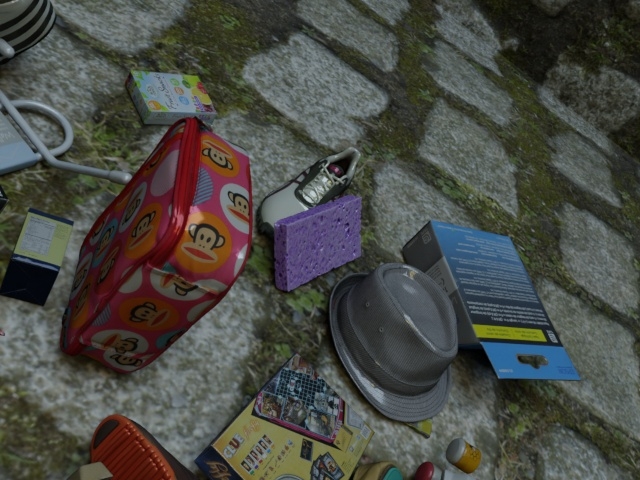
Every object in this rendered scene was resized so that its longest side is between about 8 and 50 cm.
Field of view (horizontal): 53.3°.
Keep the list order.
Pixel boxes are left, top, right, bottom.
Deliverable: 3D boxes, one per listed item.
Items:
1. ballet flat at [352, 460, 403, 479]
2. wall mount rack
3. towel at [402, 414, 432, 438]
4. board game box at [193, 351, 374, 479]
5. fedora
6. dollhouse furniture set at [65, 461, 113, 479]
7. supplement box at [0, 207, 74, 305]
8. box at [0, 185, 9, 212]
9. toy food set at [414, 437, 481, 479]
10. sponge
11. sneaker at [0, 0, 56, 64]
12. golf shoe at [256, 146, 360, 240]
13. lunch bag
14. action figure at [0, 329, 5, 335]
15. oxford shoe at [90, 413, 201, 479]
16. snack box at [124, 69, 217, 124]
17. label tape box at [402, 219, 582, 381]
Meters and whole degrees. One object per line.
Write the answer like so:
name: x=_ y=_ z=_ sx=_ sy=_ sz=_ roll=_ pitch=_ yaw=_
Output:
ballet flat: x=0.034 y=0.375 z=0.808 sx=0.232 sy=0.073 sz=0.080 roll=-42 pitch=118 yaw=-51
wall mount rack: x=-0.437 y=-0.121 z=0.830 sx=0.304 sy=0.130 sz=0.350 roll=48 pitch=41 yaw=8
towel: x=0.161 y=0.277 z=1.043 sx=0.060 sy=0.009 sz=0.083 roll=34 pitch=40 yaw=-8
board game box: x=-0.035 y=0.267 z=0.831 sx=0.165 sy=0.042 sz=0.243 roll=46 pitch=28 yaw=4
fedora: x=0.141 y=0.142 z=1.050 sx=0.243 sy=0.124 sz=0.276 roll=5 pitch=48 yaw=-34
dollhouse furniture set: x=-0.254 y=0.278 z=0.627 sx=0.090 sy=0.114 sz=0.081 roll=0 pitch=59 yaw=-42
supplement box: x=-0.356 y=0.021 z=0.800 sx=0.056 sy=0.083 sz=0.083 roll=20 pitch=44 yaw=-24
box: x=-0.433 y=-0.103 z=0.629 sx=0.184 sy=0.045 sz=0.190 roll=54 pitch=18 yaw=21
toy food set: x=0.147 y=0.366 z=0.868 sx=0.104 sy=0.111 sz=0.232 roll=34 pitch=42 yaw=-10
sponge: x=0.000 y=0.000 z=1.091 sx=0.031 sy=0.117 sz=0.210 roll=15 pitch=24 yaw=35
sneaker: x=-0.599 y=-0.357 z=0.917 sx=0.446 sy=0.257 sz=0.169 roll=11 pitch=69 yaw=8
golf shoe: x=-0.019 y=-0.089 z=1.149 sx=0.105 sy=0.120 sz=0.273 roll=42 pitch=40 yaw=-2
lunch bag: x=-0.199 y=-0.004 z=0.786 sx=0.120 sy=0.293 sz=0.258 roll=28 pitch=38 yaw=-30
action figure: x=-0.464 y=-0.001 z=0.608 sx=0.369 sy=0.276 sz=0.248 roll=25 pitch=34 yaw=2
oxford shoe: x=-0.158 y=0.308 z=0.715 sx=0.271 sy=0.097 sz=0.098 roll=50 pitch=11 yaw=15
snack box: x=-0.270 y=-0.258 z=1.162 sx=0.141 sy=0.037 sz=0.100 roll=-8 pitch=59 yaw=-43
label tape box: x=0.319 y=0.136 z=1.224 sx=0.240 sy=0.106 sz=0.334 roll=10 pitch=49 yaw=-33
